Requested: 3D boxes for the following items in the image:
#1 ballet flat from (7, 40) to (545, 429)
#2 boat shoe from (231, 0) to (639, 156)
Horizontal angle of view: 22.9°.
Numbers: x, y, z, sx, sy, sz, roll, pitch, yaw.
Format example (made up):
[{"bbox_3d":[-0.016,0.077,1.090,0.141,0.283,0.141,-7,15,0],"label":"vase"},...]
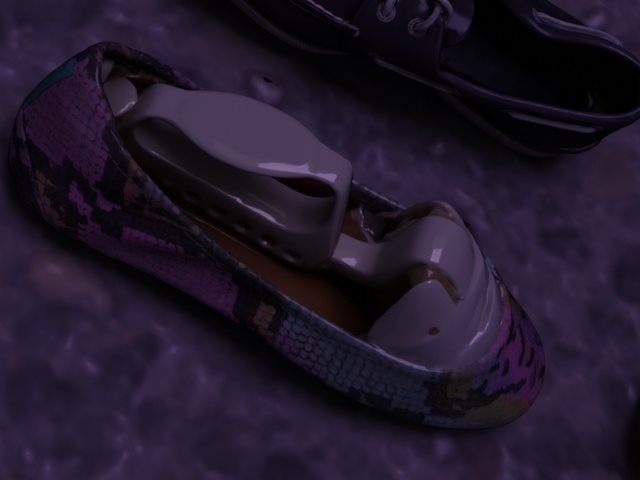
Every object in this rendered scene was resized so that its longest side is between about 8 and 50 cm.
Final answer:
[{"bbox_3d":[0.000,0.000,0.549,0.221,0.079,0.077,28,54,-16],"label":"ballet flat"},{"bbox_3d":[0.044,-0.095,0.612,0.206,0.065,0.075,27,77,-25],"label":"boat shoe"}]
